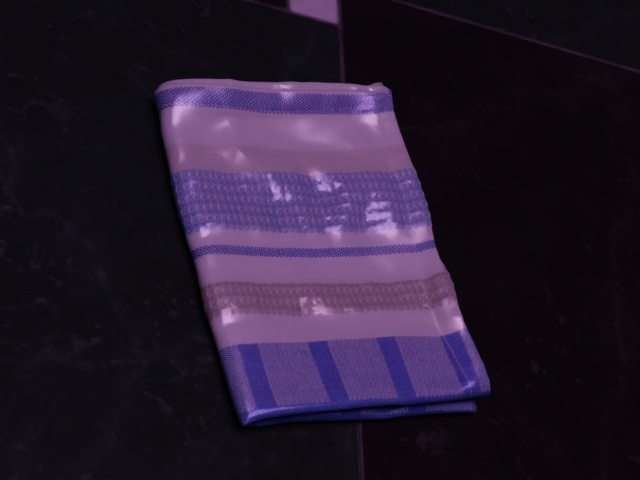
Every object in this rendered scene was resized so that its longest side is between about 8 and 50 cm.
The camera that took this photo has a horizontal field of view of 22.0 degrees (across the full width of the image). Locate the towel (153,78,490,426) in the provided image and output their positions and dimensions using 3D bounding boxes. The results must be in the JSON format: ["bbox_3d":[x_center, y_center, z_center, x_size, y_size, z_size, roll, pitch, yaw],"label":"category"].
[{"bbox_3d":[0.000,0.000,1.206,0.209,0.034,0.285,0,59,-28],"label":"towel"}]
